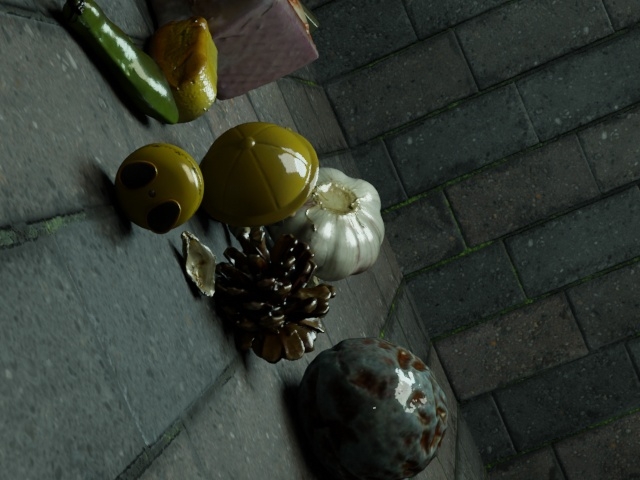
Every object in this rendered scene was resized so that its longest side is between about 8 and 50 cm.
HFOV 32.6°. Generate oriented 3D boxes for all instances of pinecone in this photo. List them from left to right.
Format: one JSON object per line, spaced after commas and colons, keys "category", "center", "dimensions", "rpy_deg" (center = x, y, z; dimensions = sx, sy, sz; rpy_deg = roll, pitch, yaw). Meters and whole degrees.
{"category": "pinecone", "center": [-0.067, 0.072, 1.572], "dimensions": [0.195, 0.150, 0.179], "rpy_deg": [60, 18, -23]}

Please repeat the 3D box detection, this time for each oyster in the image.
{"category": "oyster", "center": [-0.165, 0.032, 1.470], "dimensions": [0.051, 0.034, 0.093], "rpy_deg": [-6, 84, -64]}

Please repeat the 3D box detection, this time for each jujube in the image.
{"category": "jujube", "center": [0.089, 0.271, 1.762], "dimensions": [0.308, 0.215, 0.246], "rpy_deg": [-4, 71, -79]}

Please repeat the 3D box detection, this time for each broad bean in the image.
{"category": "broad bean", "center": [-0.271, -0.248, 1.467], "dimensions": [0.075, 0.067, 0.325], "rpy_deg": [37, -6, 33]}

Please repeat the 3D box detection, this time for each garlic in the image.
{"category": "garlic", "center": [0.000, 0.000, 2.114], "dimensions": [0.253, 0.245, 0.245], "rpy_deg": [110, -26, -45]}

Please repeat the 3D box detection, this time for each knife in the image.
{"category": "knife", "center": [-0.068, 0.062, 1.987], "dimensions": [0.072, 0.019, 0.245], "rpy_deg": [-101, 167, -47]}

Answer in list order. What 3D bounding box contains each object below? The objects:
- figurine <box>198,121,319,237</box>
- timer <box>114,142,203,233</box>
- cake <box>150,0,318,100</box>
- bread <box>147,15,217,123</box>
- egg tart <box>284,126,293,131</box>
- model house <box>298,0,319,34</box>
{"category": "figurine", "center": [-0.106, -0.092, 1.714], "dimensions": [0.167, 0.192, 0.257], "rpy_deg": [41, -14, -1]}
{"category": "timer", "center": [-0.193, -0.065, 1.319], "dimensions": [0.109, 0.107, 0.107], "rpy_deg": [-68, 135, -72]}
{"category": "cake", "center": [-0.163, -0.421, 1.976], "dimensions": [0.309, 0.230, 0.237], "rpy_deg": [46, 25, -68]}
{"category": "bread", "center": [-0.214, -0.276, 1.718], "dimensions": [0.245, 0.102, 0.094], "rpy_deg": [-96, 163, -56]}
{"category": "egg tart", "center": [-0.070, -0.215, 2.565], "dimensions": [0.105, 0.039, 0.105], "rpy_deg": [-23, 90, -81]}
{"category": "model house", "center": [-0.147, -0.521, 2.463], "dimensions": [0.243, 0.204, 0.211], "rpy_deg": [44, 18, -23]}
